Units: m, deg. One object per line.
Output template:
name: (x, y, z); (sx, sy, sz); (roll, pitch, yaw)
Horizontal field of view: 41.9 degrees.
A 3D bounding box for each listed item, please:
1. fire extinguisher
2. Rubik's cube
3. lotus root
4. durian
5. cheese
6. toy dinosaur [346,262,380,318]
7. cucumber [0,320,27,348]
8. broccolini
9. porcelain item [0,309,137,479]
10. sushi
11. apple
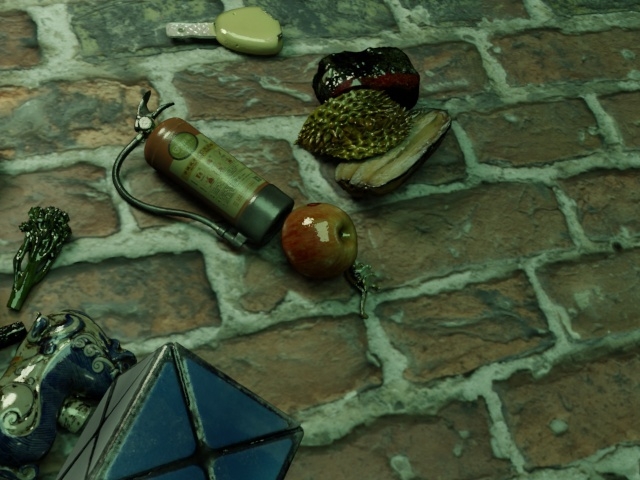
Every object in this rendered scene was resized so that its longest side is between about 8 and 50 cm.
fire extinguisher: (-0.247, -0.120, 1.598); (0.376, 0.113, 0.200); (38, 59, 8)
Rubik's cube: (-0.222, 0.336, 1.224); (0.259, 0.255, 0.260); (37, 54, -12)
lotus root: (0.162, -0.180, 1.757); (0.167, 0.078, 0.329); (21, 48, 35)
durian: (0.070, -0.242, 1.724); (0.252, 0.139, 0.144); (-26, 106, -9)
cheese: (-0.213, -0.468, 1.849); (0.256, 0.050, 0.127); (-2, 61, -16)
toy dinosaur: (0.080, 0.062, 1.622); (0.058, 0.037, 0.180); (-8, 63, -24)
cucumber: (-0.568, 0.179, 1.385); (0.163, 0.043, 0.038); (-23, 111, -22)
broccolini: (-0.500, 0.026, 1.475); (0.091, 0.068, 0.202); (22, 56, -24)
porcelain item: (-0.433, 0.249, 1.335); (0.186, 0.138, 0.288); (36, 52, -13)
sushi: (0.098, -0.339, 1.800); (0.225, 0.136, 0.126); (-6, 58, -17)
apple: (0.000, 0.000, 1.571); (0.131, 0.146, 0.146); (-12, 54, 28)
